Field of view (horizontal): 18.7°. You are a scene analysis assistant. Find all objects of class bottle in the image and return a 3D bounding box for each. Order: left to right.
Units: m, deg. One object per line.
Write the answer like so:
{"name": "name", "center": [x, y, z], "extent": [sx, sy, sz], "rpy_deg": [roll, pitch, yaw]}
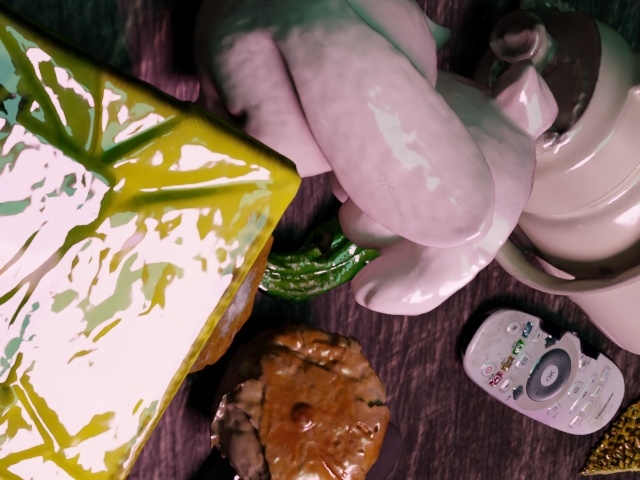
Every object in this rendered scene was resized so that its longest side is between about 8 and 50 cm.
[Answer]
{"name": "bottle", "center": [0.250, -0.053, 1.662], "extent": [0.229, 0.229, 0.352], "rpy_deg": [-52, 135, -4]}

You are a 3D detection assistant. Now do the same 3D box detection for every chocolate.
{"name": "chocolate", "center": [-0.210, 0.007, 1.271], "extent": [0.289, 0.137, 0.301], "rpy_deg": [27, 98, -40]}

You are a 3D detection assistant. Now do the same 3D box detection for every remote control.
{"name": "remote control", "center": [0.217, 0.125, 1.885], "extent": [0.256, 0.045, 0.097], "rpy_deg": [32, 91, -48]}

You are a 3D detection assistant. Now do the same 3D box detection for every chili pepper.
{"name": "chili pepper", "center": [-0.002, 0.005, 1.576], "extent": [0.182, 0.050, 0.073], "rpy_deg": [-23, 138, -30]}

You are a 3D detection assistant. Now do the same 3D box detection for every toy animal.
{"name": "toy animal", "center": [0.026, -0.114, 1.411], "extent": [0.206, 0.271, 0.265], "rpy_deg": [-36, 121, 20]}

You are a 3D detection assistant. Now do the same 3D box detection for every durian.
{"name": "durian", "center": [0.374, 0.207, 2.095], "extent": [0.215, 0.086, 0.100], "rpy_deg": [-13, 159, -36]}

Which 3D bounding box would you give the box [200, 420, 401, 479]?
{"name": "box", "center": [-0.032, 0.227, 1.706], "extent": [0.212, 0.042, 0.201], "rpy_deg": [-55, 141, 1]}

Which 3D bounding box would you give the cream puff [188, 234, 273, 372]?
{"name": "cream puff", "center": [-0.112, 0.027, 1.441], "extent": [0.146, 0.116, 0.146], "rpy_deg": [-58, 162, -30]}

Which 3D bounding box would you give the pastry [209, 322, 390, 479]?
{"name": "pastry", "center": [-0.016, 0.143, 1.591], "extent": [0.153, 0.153, 0.081], "rpy_deg": [-32, 177, -26]}
